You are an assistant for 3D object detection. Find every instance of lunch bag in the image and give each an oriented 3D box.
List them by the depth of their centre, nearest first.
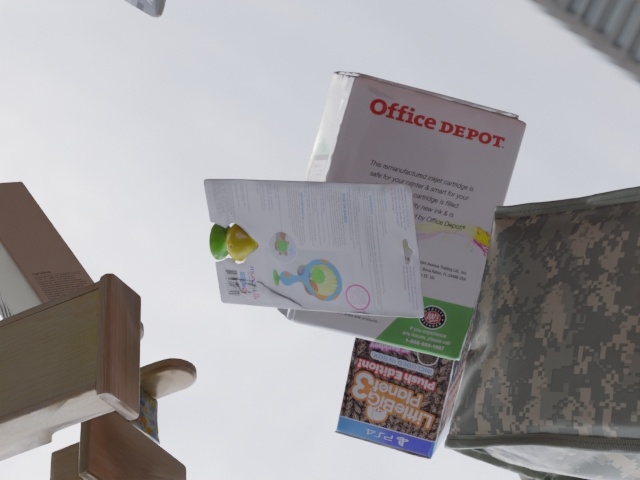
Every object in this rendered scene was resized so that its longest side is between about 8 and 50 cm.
[{"bbox_3d":[0.268,0.085,1.553,0.169,0.235,0.287,22,163,-32],"label":"lunch bag"}]

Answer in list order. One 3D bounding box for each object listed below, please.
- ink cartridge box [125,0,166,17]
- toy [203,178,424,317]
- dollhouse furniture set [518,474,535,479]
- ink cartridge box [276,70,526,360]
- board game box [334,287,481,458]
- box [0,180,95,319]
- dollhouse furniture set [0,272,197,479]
[{"bbox_3d":[-0.204,-0.433,1.939,0.272,0.309,0.130,33,-142,20],"label":"ink cartridge box"},{"bbox_3d":[0.000,0.000,1.859,0.237,0.136,0.056,2,-161,27],"label":"toy"},{"bbox_3d":[0.405,0.233,2.653,0.302,0.197,0.151,-12,-130,16],"label":"dollhouse furniture set"},{"bbox_3d":[0.083,-0.030,2.024,0.201,0.278,0.117,14,-174,-15],"label":"ink cartridge box"},{"bbox_3d":[0.142,0.121,2.577,0.141,0.291,0.232,15,-162,12],"label":"board game box"},{"bbox_3d":[-0.424,0.039,2.645,0.113,0.094,0.275,-6,-134,-42],"label":"box"},{"bbox_3d":[-0.255,0.242,2.311,0.394,0.256,0.362,45,-148,-44],"label":"dollhouse furniture set"}]
